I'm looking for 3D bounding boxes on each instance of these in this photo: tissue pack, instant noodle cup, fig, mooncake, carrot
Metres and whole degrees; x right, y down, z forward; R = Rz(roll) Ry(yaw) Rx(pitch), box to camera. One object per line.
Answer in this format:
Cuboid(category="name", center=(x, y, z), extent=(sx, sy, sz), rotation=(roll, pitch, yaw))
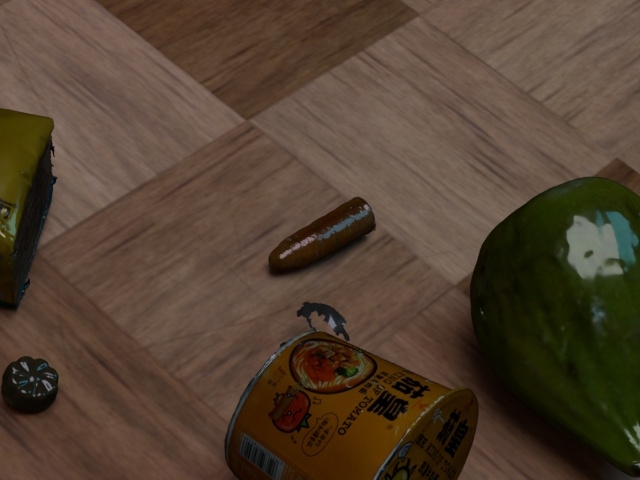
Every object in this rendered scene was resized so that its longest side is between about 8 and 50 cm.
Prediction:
Cuboid(category="tissue pack", center=(-0.426, -0.057, 1.633), extent=(0.271, 0.134, 0.192), rotation=(11, 53, -3))
Cuboid(category="instant noodle cup", center=(0.025, 0.196, 1.487), extent=(0.172, 0.215, 0.216), rotation=(30, 48, 25))
Cuboid(category="fig", center=(0.264, 0.094, 1.616), extent=(0.233, 0.233, 0.314), rotation=(14, 52, -1))
Cuboid(category="mooncake", center=(-0.148, 0.125, 1.606), extent=(0.347, 0.057, 0.150), rotation=(-26, 72, -24))
Cuboid(category="carrot", center=(0.000, 0.000, 1.754), extent=(0.139, 0.048, 0.048), rotation=(-30, 62, -31))
